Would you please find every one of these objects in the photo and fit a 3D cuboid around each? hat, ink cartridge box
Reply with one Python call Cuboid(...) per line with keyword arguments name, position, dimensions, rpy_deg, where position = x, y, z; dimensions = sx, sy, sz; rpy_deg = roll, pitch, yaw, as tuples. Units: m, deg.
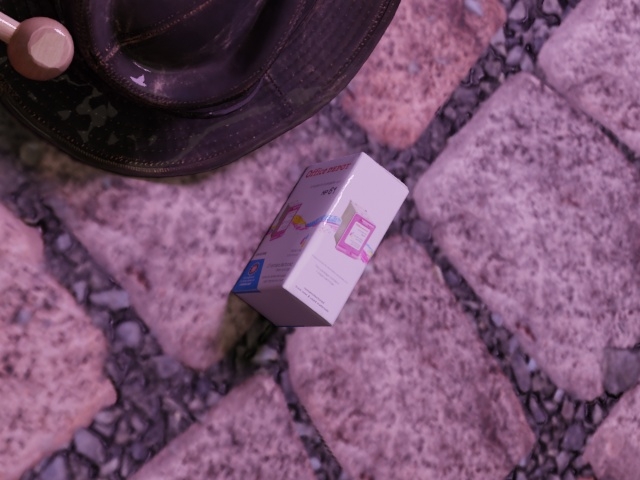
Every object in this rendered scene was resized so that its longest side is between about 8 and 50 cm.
Cuboid(name="hat", position=(-0.075, -0.181, 0.895), dimensions=(0.331, 0.134, 0.331), rpy_deg=(-5, 110, -15))
Cuboid(name="ink cartridge box", position=(0.000, 0.000, 1.018), dimensions=(0.052, 0.088, 0.122), rpy_deg=(40, 69, -21))

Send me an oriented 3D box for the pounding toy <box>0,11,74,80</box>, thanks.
Cuboid(name="pounding toy", position=(-0.286, -0.100, 0.828), dimensions=(0.269, 0.154, 0.155), rpy_deg=(-10, 93, -12))
